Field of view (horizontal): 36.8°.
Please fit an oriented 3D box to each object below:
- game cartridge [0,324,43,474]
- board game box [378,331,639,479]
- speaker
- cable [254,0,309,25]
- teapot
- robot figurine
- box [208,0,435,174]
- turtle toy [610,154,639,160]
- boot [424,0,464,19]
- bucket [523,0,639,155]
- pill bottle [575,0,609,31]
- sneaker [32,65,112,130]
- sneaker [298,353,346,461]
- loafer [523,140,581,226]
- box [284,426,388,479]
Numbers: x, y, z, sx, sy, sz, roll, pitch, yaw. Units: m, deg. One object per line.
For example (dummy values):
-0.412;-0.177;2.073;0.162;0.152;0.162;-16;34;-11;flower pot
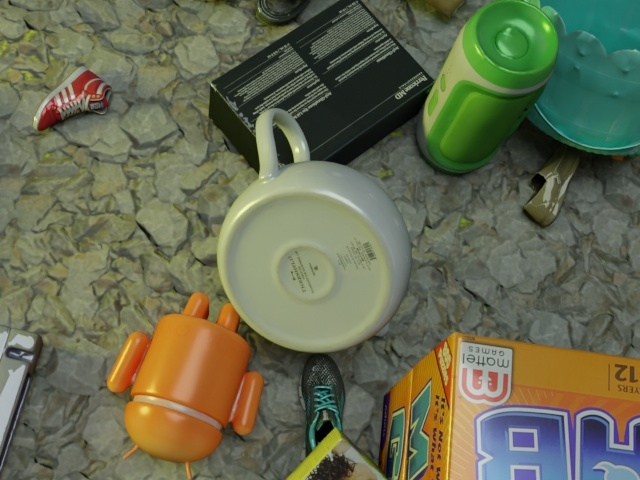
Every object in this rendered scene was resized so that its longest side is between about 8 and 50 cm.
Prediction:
-0.497;0.257;1.148;0.230;0.068;0.354;13;69;1;game cartridge
0.261;0.336;1.068;0.357;0.356;0.356;9;69;-6;board game box
0.214;-0.194;1.282;0.131;0.296;0.131;3;70;-7;speaker
0.010;-0.430;1.483;0.139;0.072;0.287;33;81;-14;cable
0.000;0.000;1.200;0.253;0.256;0.187;23;26;3;teapot
-0.165;0.177;1.187;0.158;0.128;0.219;34;63;-36;robot figurine
0.000;-0.200;1.359;0.261;0.103;0.184;-36;77;-19;box
0.439;-0.171;1.429;0.095;0.066;0.130;-27;73;-34;turtle toy
0.098;-0.413;1.429;0.270;0.089;0.236;30;82;-18;boot
0.404;-0.261;1.330;0.281;0.183;0.281;4;47;-4;bucket
0.389;-0.375;1.476;0.184;0.103;0.103;17;69;-1;pill bottle
-0.341;-0.186;1.336;0.067;0.042;0.118;33;67;8;sneaker
0.008;0.222;1.221;0.065;0.076;0.166;0;70;-9;sneaker
0.335;-0.093;1.392;0.050;0.056;0.148;24;69;-6;loafer
-0.030;0.337;1.140;0.087;0.058;0.232;43;88;-8;box
